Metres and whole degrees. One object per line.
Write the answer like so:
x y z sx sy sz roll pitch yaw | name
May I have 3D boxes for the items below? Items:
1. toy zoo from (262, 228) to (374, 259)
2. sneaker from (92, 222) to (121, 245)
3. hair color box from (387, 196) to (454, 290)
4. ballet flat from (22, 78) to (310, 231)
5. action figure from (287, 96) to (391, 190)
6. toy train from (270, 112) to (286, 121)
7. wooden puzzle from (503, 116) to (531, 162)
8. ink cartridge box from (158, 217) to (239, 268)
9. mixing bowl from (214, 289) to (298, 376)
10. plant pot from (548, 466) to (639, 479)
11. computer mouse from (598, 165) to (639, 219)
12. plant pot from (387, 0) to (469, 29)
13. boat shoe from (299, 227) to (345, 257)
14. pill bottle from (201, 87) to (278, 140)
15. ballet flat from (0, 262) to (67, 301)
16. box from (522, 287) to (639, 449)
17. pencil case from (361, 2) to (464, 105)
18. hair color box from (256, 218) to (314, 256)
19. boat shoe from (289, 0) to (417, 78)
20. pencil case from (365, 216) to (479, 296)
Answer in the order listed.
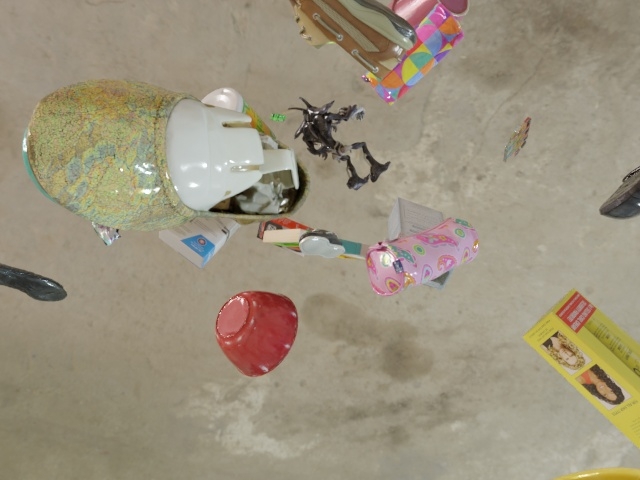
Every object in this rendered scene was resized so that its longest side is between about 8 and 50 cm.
0.033 0.017 1.097 0.293 0.192 0.030 13 84 -30 | toy zoo
-0.635 -0.033 1.385 0.069 0.038 0.098 -34 69 -29 | sneaker
0.340 -0.001 1.602 0.185 0.374 0.114 18 119 -3 | hair color box
-0.090 -0.070 0.426 0.123 0.348 0.123 0 91 14 | ballet flat
0.043 -0.259 1.167 0.276 0.141 0.164 47 128 -13 | action figure
-0.136 -0.397 1.490 0.017 0.083 0.024 28 110 19 | toy train
0.274 -0.139 0.643 0.006 0.083 0.049 39 85 26 | wooden puzzle
-0.311 -0.050 1.247 0.148 0.086 0.203 37 57 2 | ink cartridge box
-0.145 0.171 0.925 0.181 0.181 0.098 -44 132 8 | mixing bowl
0.332 0.428 0.509 0.253 0.254 0.239 -26 76 2 | plant pot
0.648 -0.121 0.874 0.060 0.262 0.184 50 139 11 | computer mouse
0.297 -0.619 1.267 0.201 0.180 0.202 7 75 -26 | plant pot
0.000 0.000 0.756 0.046 0.125 0.038 -32 67 24 | boat shoe
-0.187 -0.244 1.135 0.136 0.136 0.245 -38 144 6 | pill bottle
-0.610 0.082 0.961 0.057 0.049 0.173 -46 137 5 | ballet flat
0.351 0.165 0.520 0.087 0.232 0.058 -21 149 -41 | box
0.206 -0.417 1.044 0.236 0.104 0.104 -37 108 21 | pencil case
-0.095 -0.019 1.236 0.141 0.043 0.072 21 125 6 | hair color box
0.011 -0.393 0.801 0.323 0.123 0.120 28 122 -12 | boat shoe
0.229 0.030 1.029 0.284 0.124 0.124 -16 112 -34 | pencil case
